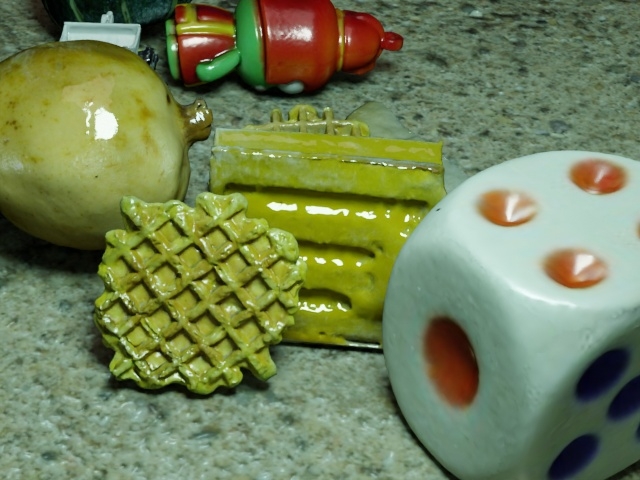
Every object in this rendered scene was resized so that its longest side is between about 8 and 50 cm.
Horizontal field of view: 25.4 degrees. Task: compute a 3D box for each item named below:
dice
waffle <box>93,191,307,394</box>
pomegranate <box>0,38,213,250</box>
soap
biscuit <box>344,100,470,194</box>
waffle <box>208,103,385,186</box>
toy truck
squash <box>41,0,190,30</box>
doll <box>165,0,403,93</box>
[{"bbox_3d":[0.262,0.092,1.581,0.304,0.304,0.277,-17,44,-27],"label":"dice"},{"bbox_3d":[-0.140,0.060,1.631,0.238,0.243,0.059,10,11,1],"label":"waffle"},{"bbox_3d":[-0.303,-0.119,1.779,0.307,0.307,0.307,4,38,-3],"label":"pomegranate"},{"bbox_3d":[0.000,0.000,1.711,0.281,0.259,0.143,5,25,-4],"label":"soap"},{"bbox_3d":[0.103,-0.113,2.035,0.141,0.038,0.290,-17,44,-27],"label":"biscuit"},{"bbox_3d":[-0.017,-0.089,1.952,0.249,0.056,0.253,-29,53,-22],"label":"waffle"},{"bbox_3d":[-0.287,-0.242,1.976,0.136,0.286,0.111,1,74,2],"label":"toy truck"},{"bbox_3d":[-0.315,-0.410,2.215,0.252,0.165,0.252,-13,17,4],"label":"squash"},{"bbox_3d":[-0.054,-0.308,2.162,0.363,0.160,0.182,2,30,-7],"label":"doll"}]
